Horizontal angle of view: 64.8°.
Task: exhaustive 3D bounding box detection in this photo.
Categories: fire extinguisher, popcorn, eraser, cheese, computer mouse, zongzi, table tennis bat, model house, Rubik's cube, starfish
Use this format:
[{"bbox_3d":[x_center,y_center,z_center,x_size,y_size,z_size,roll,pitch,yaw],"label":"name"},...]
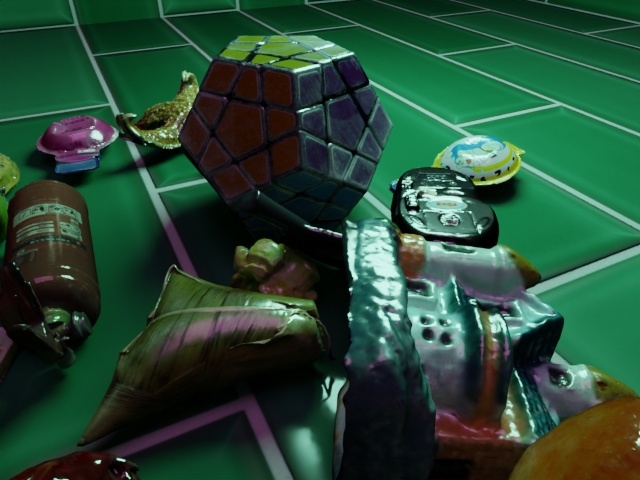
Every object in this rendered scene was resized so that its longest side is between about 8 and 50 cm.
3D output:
[{"bbox_3d":[-0.334,0.027,0.605,0.107,0.147,0.337,-25,40,-13],"label":"fire extinguisher"},{"bbox_3d":[-0.057,0.046,0.637,0.109,0.089,0.097,7,-5,-11],"label":"popcorn"},{"bbox_3d":[-0.367,0.132,0.564,0.038,0.019,0.083,-1,35,-3],"label":"eraser"},{"bbox_3d":[0.248,-0.127,0.899,0.250,0.064,0.156,-24,39,-11],"label":"cheese"},{"bbox_3d":[0.171,-0.025,0.726,0.138,0.096,0.233,8,31,3],"label":"computer mouse"},{"bbox_3d":[-0.101,0.131,0.504,0.205,0.094,0.204,9,40,13],"label":"zongzi"},{"bbox_3d":[0.000,0.000,0.613,0.150,0.236,0.027,5,72,46],"label":"table tennis bat"},{"bbox_3d":[0.153,0.109,0.471,0.292,0.184,0.253,6,31,1],"label":"model house"},{"bbox_3d":[-0.054,-0.154,0.760,0.319,0.319,0.263,-6,63,-9],"label":"Rubik's cube"},{"bbox_3d":[-0.473,-0.186,0.986,0.155,0.062,0.244,-14,38,-17],"label":"cheese"},{"bbox_3d":[-0.289,-0.248,1.038,0.312,0.113,0.303,17,38,18],"label":"starfish"}]

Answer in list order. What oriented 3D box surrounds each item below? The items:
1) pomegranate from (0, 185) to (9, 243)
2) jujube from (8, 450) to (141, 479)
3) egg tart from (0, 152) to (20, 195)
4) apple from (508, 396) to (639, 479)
[{"bbox_3d":[-0.521,-0.025,0.724,0.122,0.122,0.161,24,71,30],"label":"pomegranate"},{"bbox_3d":[-0.115,0.259,0.235,0.217,0.216,0.342,-15,31,-20],"label":"jujube"},{"bbox_3d":[-0.663,-0.108,0.836,0.291,0.106,0.290,0,34,0],"label":"egg tart"},{"bbox_3d":[0.218,0.208,0.287,0.219,0.218,0.201,-3,28,-4],"label":"apple"}]
